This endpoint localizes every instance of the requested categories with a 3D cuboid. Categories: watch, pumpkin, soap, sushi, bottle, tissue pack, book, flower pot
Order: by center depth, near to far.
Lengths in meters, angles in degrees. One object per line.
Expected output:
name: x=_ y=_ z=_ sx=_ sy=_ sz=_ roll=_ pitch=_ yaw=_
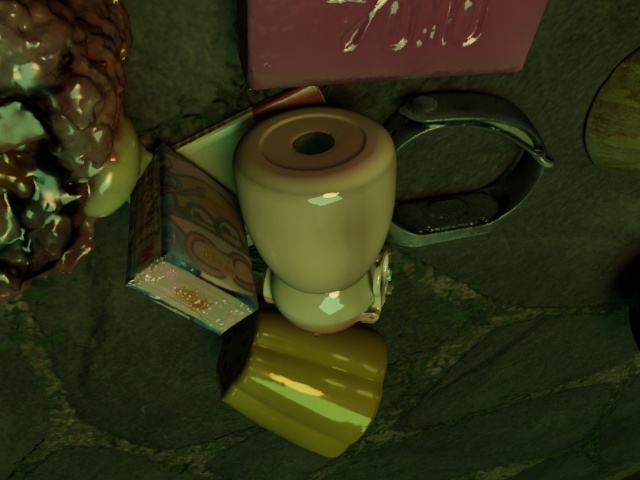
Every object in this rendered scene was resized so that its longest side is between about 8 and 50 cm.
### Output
sushi: x=-0.248 y=-0.085 z=0.449 sx=0.237 sy=0.171 sz=0.270 roll=16 pitch=124 yaw=-31
soap: x=0.062 y=-0.220 z=0.473 sx=0.259 sy=0.081 sz=0.181 roll=-6 pitch=137 yaw=-13
tissue pack: x=-0.124 y=-0.002 z=0.559 sx=0.065 sy=0.155 sz=0.115 roll=-35 pitch=132 yaw=20
bottle: x=0.000 y=0.000 z=0.594 sx=0.148 sy=0.147 sz=0.236 roll=-11 pitch=132 yaw=-7
book: x=-0.080 y=-0.061 z=0.640 sx=0.232 sy=0.022 sz=0.162 roll=-24 pitch=135 yaw=8
watch: x=0.157 y=-0.080 z=0.668 sx=0.206 sy=0.068 sz=0.193 roll=-8 pitch=138 yaw=-8
pumpkin: x=0.429 y=-0.139 z=0.671 sx=0.217 sy=0.110 sz=0.217 roll=-9 pitch=131 yaw=-11
flower pot: x=-0.036 y=0.172 z=0.797 sx=0.179 sy=0.195 sz=0.195 roll=25 pitch=124 yaw=-21

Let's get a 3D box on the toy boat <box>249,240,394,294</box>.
toy boat: x=-0.008 y=0.023 z=0.722 sx=0.210 sy=0.084 sz=0.066 roll=2 pitch=131 yaw=-6

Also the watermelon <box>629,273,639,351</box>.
watermelon: x=0.605 y=0.114 z=0.889 sx=0.269 sy=0.269 sz=0.269 roll=-9 pitch=138 yaw=-9
